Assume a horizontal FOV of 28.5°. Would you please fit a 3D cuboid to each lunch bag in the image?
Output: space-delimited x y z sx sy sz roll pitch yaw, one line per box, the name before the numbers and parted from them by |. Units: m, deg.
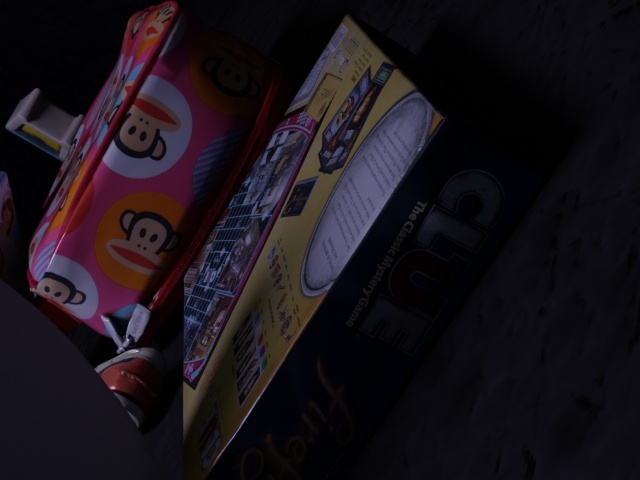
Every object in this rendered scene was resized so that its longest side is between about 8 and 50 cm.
lunch bag | -0.137 -0.040 0.926 0.258 0.120 0.293 -60 15 3

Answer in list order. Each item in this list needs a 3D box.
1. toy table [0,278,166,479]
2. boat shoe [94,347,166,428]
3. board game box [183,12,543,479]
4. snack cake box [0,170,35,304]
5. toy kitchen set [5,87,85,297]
toy table | -0.158 0.140 0.447 0.161 0.252 0.274 -60 43 42
boat shoe | -0.133 0.099 0.784 0.137 0.049 0.043 -32 28 58
board game box | 0.000 0.000 0.530 0.165 0.042 0.243 -57 15 12
snack cake box | -0.278 0.089 0.959 0.152 0.089 0.264 -80 -6 -45
toy kitchen set | -0.314 -0.036 1.432 0.122 0.166 0.207 -30 33 63
